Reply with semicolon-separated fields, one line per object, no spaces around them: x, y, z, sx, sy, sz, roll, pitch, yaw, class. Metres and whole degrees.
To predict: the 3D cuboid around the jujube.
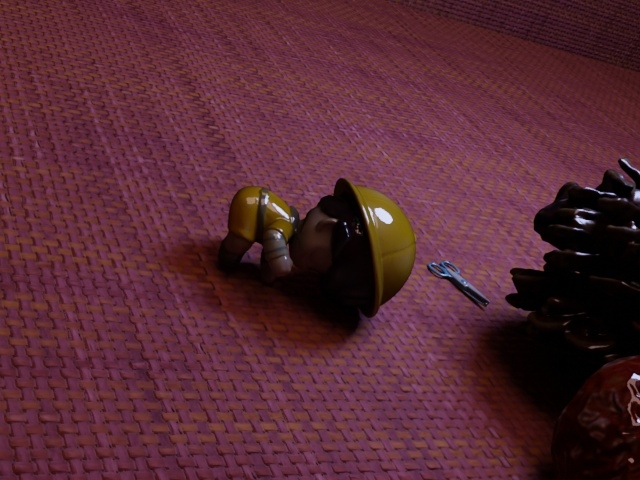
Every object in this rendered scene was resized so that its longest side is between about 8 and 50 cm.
0.379;0.254;1.011;0.213;0.212;0.232;-11;46;-48;jujube

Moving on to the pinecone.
0.474;0.050;1.233;0.398;0.397;0.397;19;28;-10;pinecone

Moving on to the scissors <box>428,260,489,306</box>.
0.223;0.067;1.415;0.058;0.014;0.119;-6;37;-43;scissors

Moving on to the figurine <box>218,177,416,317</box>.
0.002;-0.005;1.195;0.257;0.167;0.192;18;1;-6;figurine
